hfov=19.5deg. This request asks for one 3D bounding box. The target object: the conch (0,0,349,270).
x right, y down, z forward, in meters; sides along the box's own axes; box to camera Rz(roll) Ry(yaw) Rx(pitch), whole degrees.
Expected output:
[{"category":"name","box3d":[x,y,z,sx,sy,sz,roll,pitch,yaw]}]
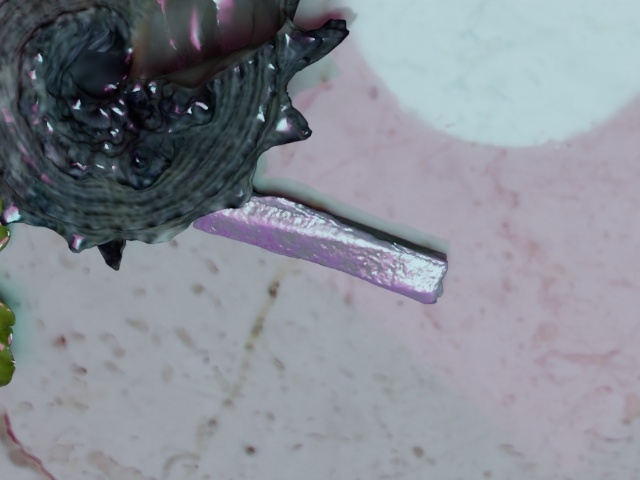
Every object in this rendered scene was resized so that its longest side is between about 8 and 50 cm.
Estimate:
[{"category":"conch","box3d":[-0.137,-0.116,1.373,0.313,0.186,0.240,-14,77,17]}]

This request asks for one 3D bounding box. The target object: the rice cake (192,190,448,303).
[{"category":"rice cake","box3d":[0.000,0.000,1.452,0.207,0.036,0.047,19,97,0]}]

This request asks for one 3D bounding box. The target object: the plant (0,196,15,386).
[{"category":"plant","box3d":[-0.405,0.059,1.435,0.261,0.297,0.306,-7,124,39]}]
